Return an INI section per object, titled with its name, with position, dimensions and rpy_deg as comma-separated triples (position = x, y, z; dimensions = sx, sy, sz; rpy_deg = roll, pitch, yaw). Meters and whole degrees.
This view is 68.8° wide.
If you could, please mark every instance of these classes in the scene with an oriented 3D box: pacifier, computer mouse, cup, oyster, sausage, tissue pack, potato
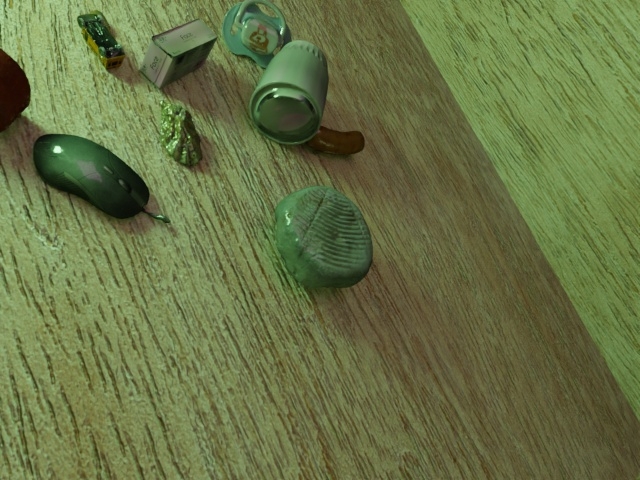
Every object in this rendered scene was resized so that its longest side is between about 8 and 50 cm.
[pacifier]
position = -0.251, -0.817, 1.836
dimensions = 0.279, 0.227, 0.207
rpy_deg = 18, 14, -29
[computer mouse]
position = -0.553, -0.159, 1.220
dimensions = 0.379, 0.090, 0.167
rpy_deg = 33, 49, -19
[cup]
position = -0.096, -0.547, 1.708
dimensions = 0.253, 0.253, 0.371
rpy_deg = 30, 46, -19
[oyster]
position = -0.423, -0.330, 1.440
dimensions = 0.133, 0.072, 0.209
rpy_deg = 4, 63, -33
[sausage]
position = 0.052, -0.388, 1.823
dimensions = 0.271, 0.109, 0.109
rpy_deg = 0, 63, -39
[tissue pack]
position = -0.465, -0.614, 1.536
dimensions = 0.092, 0.148, 0.246
rpy_deg = 42, 44, -7
[potato]
position = -0.701, -0.696, 1.479
dimensions = 0.093, 0.036, 0.037
rpy_deg = 53, 42, 1

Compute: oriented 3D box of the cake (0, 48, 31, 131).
[cake]
position = -0.833, -0.378, 1.076
dimensions = 0.283, 0.177, 0.151
rpy_deg = 30, 49, -21

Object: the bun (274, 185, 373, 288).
[bun]
position = 0.001, -0.005, 1.473
dimensions = 0.354, 0.194, 0.354
rpy_deg = 17, 57, -28

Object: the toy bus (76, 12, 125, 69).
[toy bus]
position = -0.669, -0.606, 1.421
dimensions = 0.069, 0.074, 0.162
rpy_deg = -35, 89, -38
